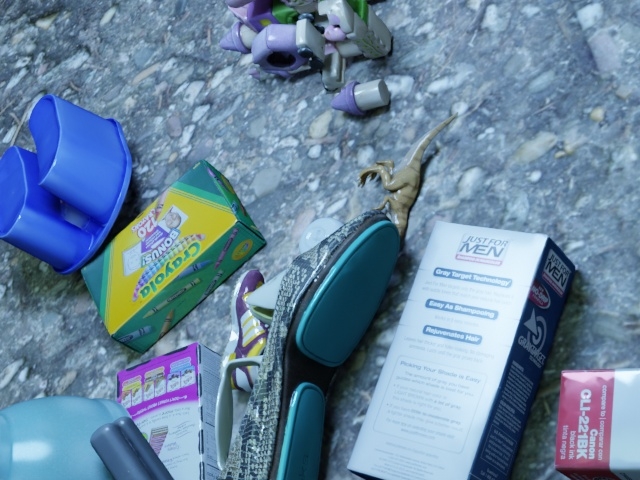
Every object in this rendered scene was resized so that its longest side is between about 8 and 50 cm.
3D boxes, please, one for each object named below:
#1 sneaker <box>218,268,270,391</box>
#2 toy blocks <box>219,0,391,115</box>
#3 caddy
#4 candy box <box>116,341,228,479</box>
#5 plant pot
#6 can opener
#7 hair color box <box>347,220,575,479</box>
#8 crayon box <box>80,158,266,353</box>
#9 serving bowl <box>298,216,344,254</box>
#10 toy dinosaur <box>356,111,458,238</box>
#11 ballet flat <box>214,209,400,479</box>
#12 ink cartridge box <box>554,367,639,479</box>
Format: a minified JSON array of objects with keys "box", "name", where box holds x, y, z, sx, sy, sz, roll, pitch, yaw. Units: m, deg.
[{"box":[-0.088,0.132,1.746,0.083,0.069,0.186,-1,70,26],"name":"sneaker"},{"box":[-0.061,-0.329,1.839,0.260,0.288,0.309,-11,62,27],"name":"toy blocks"},{"box":[-0.428,-0.093,2.032,0.241,0.179,0.341,-53,31,17],"name":"caddy"},{"box":[-0.218,0.284,1.740,0.159,0.071,0.233,-22,54,25],"name":"candy box"},{"box":[-0.420,0.352,1.709,0.293,0.196,0.293,-28,52,44],"name":"plant pot"},{"box":[-0.225,0.378,1.614,0.095,0.076,0.283,-41,80,23],"name":"can opener"},{"box":[0.181,0.158,1.504,0.173,0.105,0.347,9,71,38],"name":"hair color box"},{"box":[-0.237,0.025,1.895,0.278,0.081,0.165,-42,48,9],"name":"crayon box"},{"box":[0.000,0.000,1.777,0.083,0.027,0.083,-17,55,27],"name":"serving bowl"},{"box":[0.121,-0.094,1.734,0.112,0.064,0.212,18,85,22],"name":"toy dinosaur"},{"box":[-0.049,0.170,1.623,0.182,0.164,0.483,10,74,34],"name":"ballet flat"},{"box":[0.411,0.212,1.247,0.272,0.197,0.114,-7,63,33],"name":"ink cartridge box"}]
